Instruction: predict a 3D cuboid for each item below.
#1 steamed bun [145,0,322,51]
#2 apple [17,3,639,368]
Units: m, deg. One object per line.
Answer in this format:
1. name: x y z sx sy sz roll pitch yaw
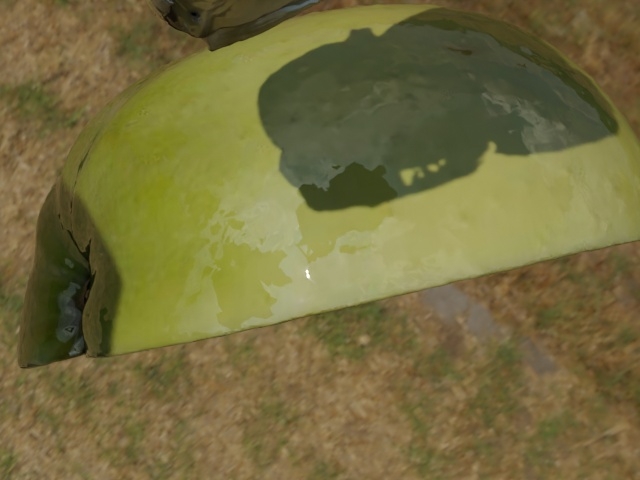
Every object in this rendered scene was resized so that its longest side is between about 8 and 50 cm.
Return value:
1. steamed bun: 0.004 -0.148 0.434 0.178 0.192 0.106 -25 84 2
2. apple: 0.000 0.000 0.812 0.360 0.320 0.311 -9 43 -26
